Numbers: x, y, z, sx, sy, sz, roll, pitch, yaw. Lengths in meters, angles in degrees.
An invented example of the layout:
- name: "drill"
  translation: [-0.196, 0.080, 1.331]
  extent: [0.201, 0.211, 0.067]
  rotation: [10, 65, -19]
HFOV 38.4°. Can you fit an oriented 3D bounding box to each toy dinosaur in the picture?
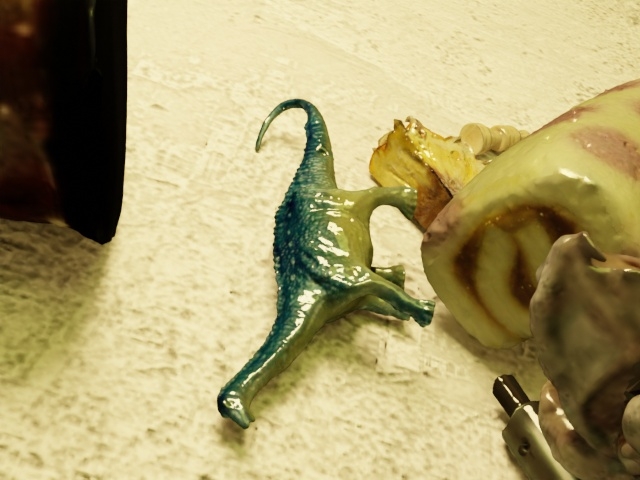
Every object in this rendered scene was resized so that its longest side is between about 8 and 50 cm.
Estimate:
- name: "toy dinosaur"
  translation: [0.011, 0.005, 0.736]
  extent: [0.147, 0.076, 0.363]
  rotation: [12, 46, -7]

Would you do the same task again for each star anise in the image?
- name: "star anise"
  translation: [0.237, 0.138, 0.575]
  extent: [0.359, 0.139, 0.316]
  rotation: [46, 15, -14]

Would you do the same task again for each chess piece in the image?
- name: "chess piece"
  translation: [0.193, -0.110, 0.991]
  extent: [0.092, 0.035, 0.035]
  rotation: [-7, 50, -38]

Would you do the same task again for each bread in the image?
- name: "bread"
  translation: [0.243, -0.041, 0.811]
  extent: [0.338, 0.187, 0.155]
  rotation: [-32, 94, -46]

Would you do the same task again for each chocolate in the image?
- name: "chocolate"
  translation: [-0.230, -0.134, 0.630]
  extent: [0.186, 0.283, 0.283]
  rotation: [-1, 45, -9]

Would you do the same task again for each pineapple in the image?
- name: "pineapple"
  translation: [0.116, -0.056, 0.863]
  extent: [0.137, 0.069, 0.116]
  rotation: [18, 40, -12]

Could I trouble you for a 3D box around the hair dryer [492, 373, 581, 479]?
- name: "hair dryer"
  translation: [0.146, 0.230, 0.586]
  extent: [0.320, 0.156, 0.284]
  rotation: [3, 24, -44]
